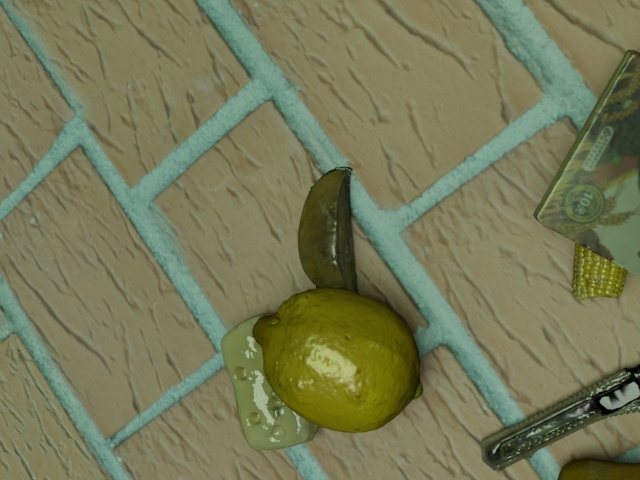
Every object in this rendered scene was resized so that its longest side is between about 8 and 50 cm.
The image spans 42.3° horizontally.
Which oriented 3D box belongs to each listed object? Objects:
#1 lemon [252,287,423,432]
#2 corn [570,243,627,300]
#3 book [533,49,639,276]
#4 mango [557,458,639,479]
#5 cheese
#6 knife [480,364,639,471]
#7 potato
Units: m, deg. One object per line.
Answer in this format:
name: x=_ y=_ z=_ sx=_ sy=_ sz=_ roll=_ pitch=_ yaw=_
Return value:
lemon: x=0.031 y=0.207 z=1.457 sx=0.319 sy=0.245 sz=0.245 roll=22 pitch=103 yaw=1
corn: x=0.466 y=-0.020 z=1.358 sx=0.093 sy=0.093 sz=0.244 roll=7 pitch=99 yaw=20
book: x=0.587 y=-0.062 z=1.273 sx=0.427 sy=0.039 sz=0.300 roll=28 pitch=99 yaw=2
mango: x=0.559 y=0.462 z=1.321 sx=0.383 sy=0.198 sz=0.222 roll=20 pitch=108 yaw=31
cheese: x=-0.099 y=0.273 z=1.603 sx=0.159 sy=0.093 sz=0.263 roll=-13 pitch=90 yaw=20
knife: x=0.437 y=0.311 z=1.429 sx=0.365 sy=0.043 sz=0.089 roll=-31 pitch=83 yaw=21
potato: x=-0.001 y=-0.002 z=1.533 sx=0.120 sy=0.100 sz=0.261 roll=-4 pitch=94 yaw=21
